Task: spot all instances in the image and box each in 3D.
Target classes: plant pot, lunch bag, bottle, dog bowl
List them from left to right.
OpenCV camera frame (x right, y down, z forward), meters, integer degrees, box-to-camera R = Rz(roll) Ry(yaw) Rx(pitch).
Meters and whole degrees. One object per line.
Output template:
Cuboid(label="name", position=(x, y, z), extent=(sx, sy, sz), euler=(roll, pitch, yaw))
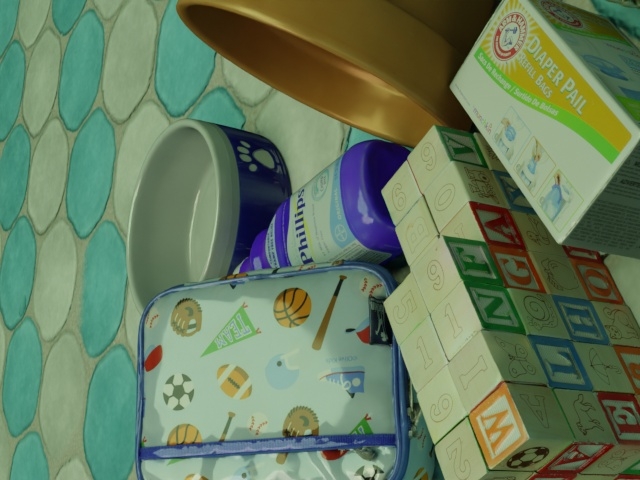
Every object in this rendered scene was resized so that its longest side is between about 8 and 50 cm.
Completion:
Cuboid(label="dog bowl", position=(-0.147, -0.017, 1.385), extent=(0.265, 0.104, 0.264), euler=(-18, 68, 54))
Cuboid(label="lunch bag", position=(-0.032, 0.151, 1.056), extent=(0.304, 0.115, 0.243), euler=(-7, 71, 23))
Cuboid(label="bottle", position=(0.000, 0.000, 1.161), extent=(0.283, 0.092, 0.118), euler=(-35, 53, 49))
Cuboid(label="plant pot", position=(0.042, -0.233, 1.011), extent=(0.291, 0.291, 0.203), euler=(21, 83, 57))

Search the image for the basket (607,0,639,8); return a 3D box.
Cuboid(label="basket", position=(0.225, -0.277, 0.859), extent=(0.103, 0.113, 0.167), euler=(-49, 44, 43))

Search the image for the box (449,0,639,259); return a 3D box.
Cuboid(label="box", position=(0.204, -0.092, 0.845), extent=(0.103, 0.114, 0.203), euler=(-59, 37, 31))

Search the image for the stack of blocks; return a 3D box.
Cuboid(label="stack of blocks", position=(0.144, 0.050, 0.851), extent=(0.087, 0.171, 0.297), euler=(-52, 42, 38))
